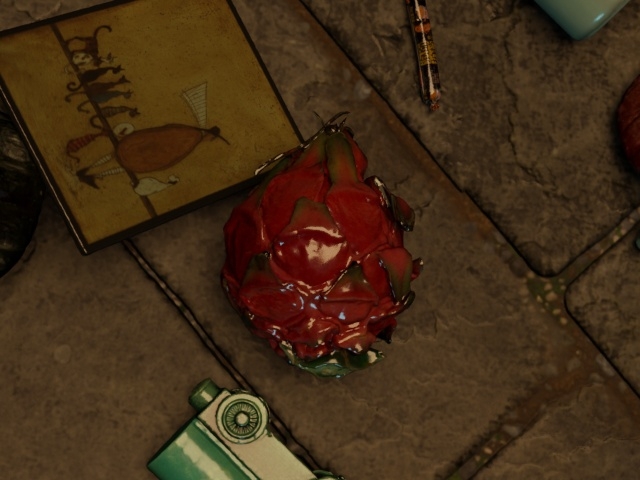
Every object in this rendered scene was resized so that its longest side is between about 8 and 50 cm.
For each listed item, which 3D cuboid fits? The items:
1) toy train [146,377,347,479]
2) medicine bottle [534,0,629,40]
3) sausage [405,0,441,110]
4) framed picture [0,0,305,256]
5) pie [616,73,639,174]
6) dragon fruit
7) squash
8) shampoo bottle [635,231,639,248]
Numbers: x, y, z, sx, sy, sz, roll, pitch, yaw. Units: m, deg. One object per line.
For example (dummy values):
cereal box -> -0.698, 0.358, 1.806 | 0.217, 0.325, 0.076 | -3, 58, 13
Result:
toy train -> -0.073, 0.273, 1.562 | 0.248, 0.101, 0.159 | 44, 85, -3
medicine bottle -> 0.283, -0.360, 1.703 | 0.225, 0.139, 0.139 | 43, 76, -2
sausage -> 0.120, -0.253, 1.712 | 0.028, 0.025, 0.198 | 2, 77, -56
framed picture -> -0.184, -0.150, 1.568 | 0.338, 0.014, 0.255 | -24, 86, -40
pie -> 0.459, -0.143, 1.696 | 0.204, 0.054, 0.219 | -31, 53, 8
dragon fruit -> 0.000, 0.000, 1.557 | 0.233, 0.234, 0.293 | 7, 71, -10
squash -> -0.376, -0.047, 1.504 | 0.193, 0.156, 0.193 | -12, 58, 19
shampoo bottle -> 0.529, -0.113, 1.743 | 0.134, 0.078, 0.359 | 32, 76, 3
